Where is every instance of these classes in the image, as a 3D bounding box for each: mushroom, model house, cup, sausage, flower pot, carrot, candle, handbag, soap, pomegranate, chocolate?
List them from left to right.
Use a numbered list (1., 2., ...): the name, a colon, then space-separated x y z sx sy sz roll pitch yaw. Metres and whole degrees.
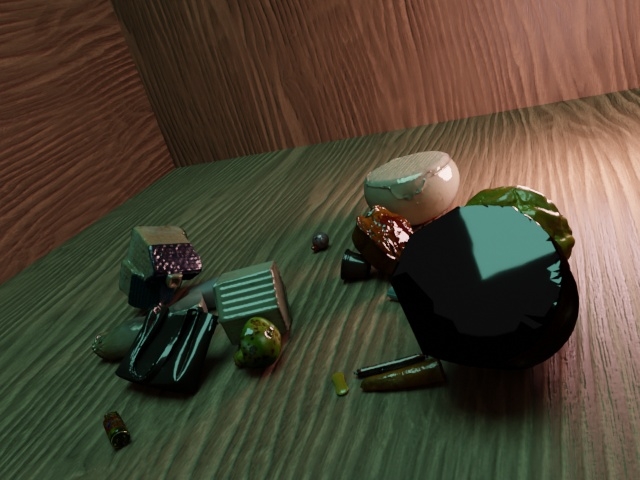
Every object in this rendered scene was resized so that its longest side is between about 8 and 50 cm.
1. candle: -0.547 0.499 1.449 0.052 0.052 0.130 -27 26 -23
2. mushroom: -0.568 0.299 1.813 0.397 0.126 0.177 -23 22 -9
3. model house: -0.578 0.131 1.995 0.243 0.298 0.284 0 24 -35
4. handbag: -0.455 0.315 1.621 0.285 0.113 0.257 -1 56 32
5. cup: -0.399 0.188 1.981 0.129 0.095 0.128 -16 23 6
6. flower pot: -0.205 0.192 1.681 0.189 0.209 0.239 -15 9 2
7. pomegranate: -0.177 0.310 1.549 0.122 0.169 0.143 25 26 4
8. soap: 0.050 0.367 1.396 0.034 0.012 0.089 -18 24 -4
9. flower pot: 0.126 0.088 1.867 0.089 0.111 0.111 9 31 17
10. sausage: 0.181 0.320 1.398 0.198 0.025 0.028 -15 9 3
11. carrot: 0.196 0.336 1.328 0.209 0.061 0.061 -16 23 13
12. chocolate: 0.406 0.137 1.272 0.383 0.331 0.384 -13 62 26

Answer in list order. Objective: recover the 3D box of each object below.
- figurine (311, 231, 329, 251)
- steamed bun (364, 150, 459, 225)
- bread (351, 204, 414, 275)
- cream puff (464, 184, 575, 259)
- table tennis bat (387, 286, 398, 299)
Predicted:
1. figurine: 0.000 0.000 2.166 0.067 0.071 0.083 21 24 -21
2. steamed bun: 0.364 -0.190 2.127 0.374 0.241 0.374 -18 22 8
3. bread: 0.231 0.000 1.827 0.232 0.247 0.135 -34 -16 -43
4. cream puff: 0.529 0.019 1.550 0.324 0.291 0.257 26 67 31
5. table tennis bat: 0.300 0.179 1.621 0.237 0.038 0.149 14 38 45
